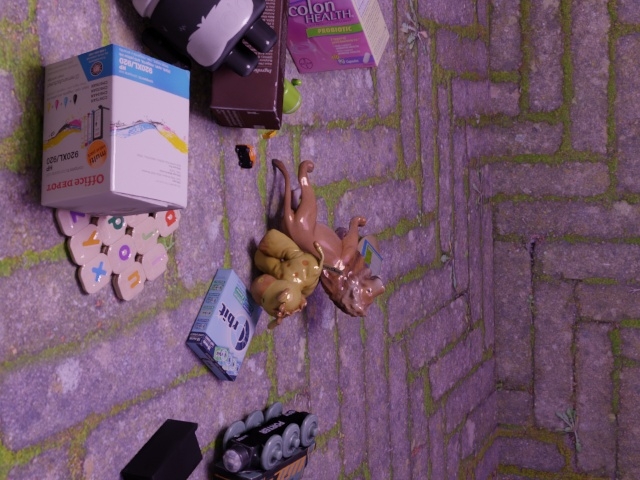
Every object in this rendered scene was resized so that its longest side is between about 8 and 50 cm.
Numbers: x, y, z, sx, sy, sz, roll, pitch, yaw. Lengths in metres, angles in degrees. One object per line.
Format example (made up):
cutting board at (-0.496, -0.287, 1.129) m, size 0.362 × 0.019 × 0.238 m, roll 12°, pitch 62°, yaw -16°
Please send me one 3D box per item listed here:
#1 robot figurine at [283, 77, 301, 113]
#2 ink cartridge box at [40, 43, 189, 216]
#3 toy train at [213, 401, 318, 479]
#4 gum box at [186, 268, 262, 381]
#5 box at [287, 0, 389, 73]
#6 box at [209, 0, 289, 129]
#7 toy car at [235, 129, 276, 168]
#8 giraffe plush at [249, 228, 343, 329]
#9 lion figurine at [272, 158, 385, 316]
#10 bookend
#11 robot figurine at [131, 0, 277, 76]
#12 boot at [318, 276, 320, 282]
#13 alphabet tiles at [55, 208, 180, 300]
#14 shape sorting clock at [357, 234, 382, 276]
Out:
robot figurine at (-0.087, -0.335, 1.971) m, size 0.101 × 0.067 × 0.115 m, roll -56°, pitch 148°, yaw -1°
ink cartridge box at (-0.328, -0.165, 1.372) m, size 0.168 × 0.171 × 0.233 m, roll 11°, pitch 76°, yaw -55°
toy train at (-0.118, 0.482, 1.894) m, size 0.334 × 0.142 × 0.190 m, roll -8°, pitch 111°, yaw -64°
gum box at (-0.200, 0.179, 1.808) m, size 0.157 × 0.041 × 0.184 m, roll 59°, pitch 41°, yaw -46°
box at (0.018, -0.528, 2.005) m, size 0.243 × 0.213 × 0.117 m, roll 63°, pitch 39°, yaw -43°
box at (-0.137, -0.431, 1.735) m, size 0.191 × 0.143 × 0.381 m, roll 84°, pitch 7°, yaw -85°
toy car at (-0.131, -0.197, 1.849) m, size 0.040 × 0.122 × 0.060 m, roll -43°, pitch 111°, yaw -48°
giraffe plush at (-0.080, 0.101, 1.865) m, size 0.170 × 0.210 × 0.181 m, roll -54°, pitch 140°, yaw -37°
lion figurine at (0.000, 0.000, 2.023) m, size 0.392 × 0.142 × 0.240 m, roll 39°, pitch 47°, yaw -26°
bookend at (-0.285, 0.452, 1.625) m, size 0.157 × 0.072 × 0.156 m, roll -49°, pitch 134°, yaw -51°
robot figurine at (-0.210, -0.420, 1.543) m, size 0.278 × 0.173 × 0.209 m, roll 38°, pitch 71°, yaw -10°
boot at (-0.045, 0.102, 2.067) m, size 0.190 × 0.069 × 0.086 m, roll -56°, pitch 133°, yaw -47°
alphabet tiles at (-0.355, -0.042, 1.523) m, size 0.278 × 0.021 × 0.284 m, roll -47°, pitch 131°, yaw -48°
shape sorting clock at (0.126, 0.086, 2.423) m, size 0.206 × 0.040 × 0.206 m, roll 3°, pitch 90°, yaw -66°
